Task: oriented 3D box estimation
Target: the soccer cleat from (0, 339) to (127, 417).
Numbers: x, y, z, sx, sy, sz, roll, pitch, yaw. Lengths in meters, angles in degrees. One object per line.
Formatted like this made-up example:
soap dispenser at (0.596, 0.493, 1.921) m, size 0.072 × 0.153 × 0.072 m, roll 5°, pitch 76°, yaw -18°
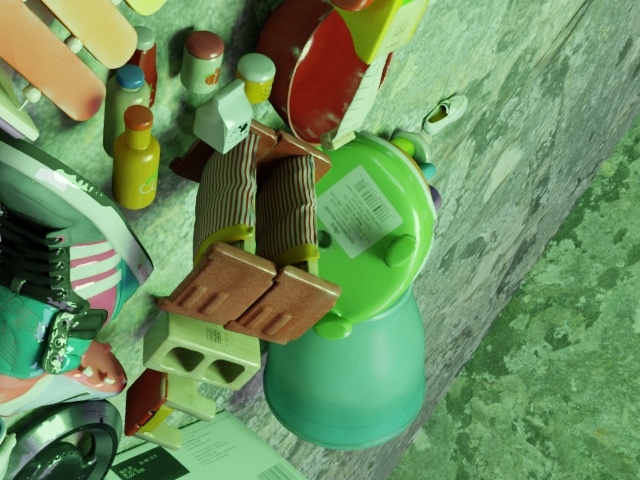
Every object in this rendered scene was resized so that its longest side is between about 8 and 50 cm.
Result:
soccer cleat at (-0.308, 0.152, 0.991) m, size 0.095 × 0.083 × 0.248 m, roll -38°, pitch 161°, yaw 13°

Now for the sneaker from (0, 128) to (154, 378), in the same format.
sneaker at (-0.271, 0.033, 0.838) m, size 0.178 × 0.123 × 0.295 m, roll -57°, pitch 160°, yaw -17°

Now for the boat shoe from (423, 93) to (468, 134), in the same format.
boat shoe at (0.211, -0.218, 1.505) m, size 0.100 × 0.035 × 0.035 m, roll -38°, pitch 156°, yaw -18°

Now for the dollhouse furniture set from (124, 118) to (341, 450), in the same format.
dollhouse furniture set at (-0.141, 0.056, 1.015) m, size 0.152 × 0.201 × 0.374 m, roll 21°, pitch 134°, yaw -28°

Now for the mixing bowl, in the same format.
mixing bowl at (-0.008, -0.208, 1.010) m, size 0.181 × 0.098 × 0.182 m, roll -38°, pitch 146°, yaw -32°

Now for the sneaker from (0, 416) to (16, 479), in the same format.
sneaker at (-0.346, 0.227, 0.877) m, size 0.129 × 0.111 × 0.297 m, roll -53°, pitch -174°, yaw -16°

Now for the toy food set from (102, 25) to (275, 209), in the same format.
toy food set at (-0.130, -0.144, 0.847) m, size 0.232 × 0.111 × 0.105 m, roll -44°, pitch 164°, yaw -37°

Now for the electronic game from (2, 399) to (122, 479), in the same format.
electronic game at (-0.344, 0.293, 1.136) m, size 0.229 × 0.048 × 0.229 m, roll -40°, pitch 152°, yaw -27°

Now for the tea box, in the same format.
tea box at (-0.231, 0.488, 1.402) m, size 0.329 × 0.220 × 0.324 m, roll -10°, pitch 132°, yaw -58°

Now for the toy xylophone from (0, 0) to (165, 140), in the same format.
toy xylophone at (-0.186, -0.238, 0.664) m, size 0.323 × 0.081 × 0.236 m, roll -55°, pitch 156°, yaw 1°

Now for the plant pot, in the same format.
plant pot at (0.042, 0.143, 1.410) m, size 0.271 × 0.271 × 0.255 m, roll -37°, pitch 146°, yaw -34°

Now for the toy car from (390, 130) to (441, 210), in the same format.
toy car at (0.123, -0.071, 1.408) m, size 0.159 × 0.136 × 0.182 m, roll -32°, pitch 149°, yaw -41°

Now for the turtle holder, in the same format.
turtle holder at (0.019, 0.003, 1.190) m, size 0.227 × 0.243 × 0.321 m, roll -41°, pitch 154°, yaw -64°

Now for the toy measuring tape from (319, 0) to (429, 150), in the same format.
toy measuring tape at (0.034, -0.229, 0.883) m, size 0.121 × 0.121 × 0.330 m, roll -37°, pitch 164°, yaw -34°
